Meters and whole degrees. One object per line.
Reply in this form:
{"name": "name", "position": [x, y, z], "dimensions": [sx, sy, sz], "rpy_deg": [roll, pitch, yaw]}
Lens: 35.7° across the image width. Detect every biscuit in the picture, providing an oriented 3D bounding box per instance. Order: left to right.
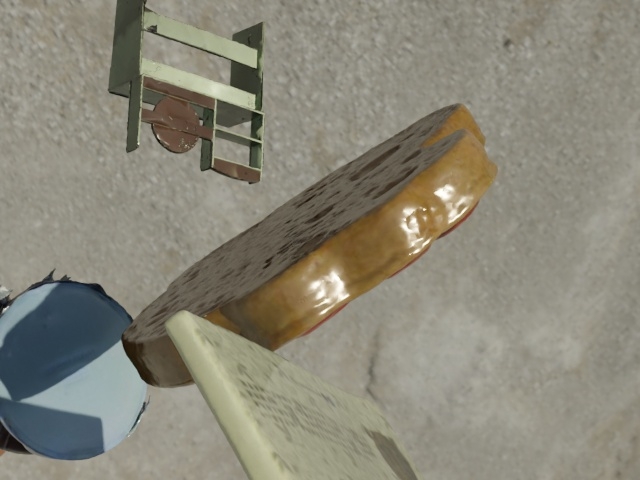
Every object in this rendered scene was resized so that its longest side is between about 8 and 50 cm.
{"name": "biscuit", "position": [0.000, 0.000, 0.868], "dimensions": [0.381, 0.074, 0.359], "rpy_deg": [-34, -168, -19]}

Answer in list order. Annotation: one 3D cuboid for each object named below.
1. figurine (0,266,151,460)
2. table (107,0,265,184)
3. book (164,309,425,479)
{"name": "figurine", "position": [-0.396, 0.147, 1.122], "dimensions": [0.277, 0.248, 0.388], "rpy_deg": [-16, 177, -46]}
{"name": "table", "position": [-0.128, -0.148, 0.970], "dimensions": [0.146, 0.175, 0.062], "rpy_deg": [13, 164, -41]}
{"name": "book", "position": [0.069, 0.215, 0.535], "dimensions": [0.032, 0.389, 0.269], "rpy_deg": [-40, 148, 8]}
